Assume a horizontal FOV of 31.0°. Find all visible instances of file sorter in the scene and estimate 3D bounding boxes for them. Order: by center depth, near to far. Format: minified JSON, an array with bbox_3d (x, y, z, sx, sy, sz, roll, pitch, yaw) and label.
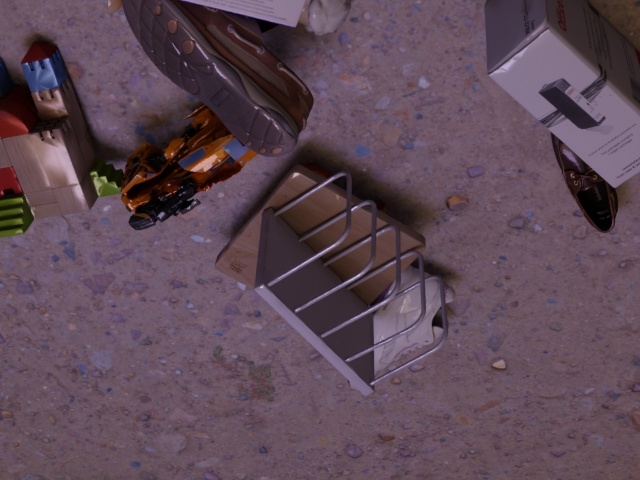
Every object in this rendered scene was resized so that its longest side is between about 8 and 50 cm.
[{"bbox_3d":[0.055,0.063,1.793,0.173,0.193,0.278,-30,121,23],"label":"file sorter"}]

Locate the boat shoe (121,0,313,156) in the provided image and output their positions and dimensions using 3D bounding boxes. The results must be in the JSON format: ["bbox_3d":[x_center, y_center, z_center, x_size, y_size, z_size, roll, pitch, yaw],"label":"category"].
[{"bbox_3d":[-0.139,-0.260,1.597,0.324,0.116,0.123,46,148,-17],"label":"boat shoe"}]

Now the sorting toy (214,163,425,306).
[{"bbox_3d":[0.000,0.000,1.927,0.257,0.089,0.255,29,127,-18],"label":"sorting toy"}]

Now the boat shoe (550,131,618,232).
[{"bbox_3d":[0.420,-0.102,1.807,0.073,0.073,0.207,-20,124,23],"label":"boat shoe"}]

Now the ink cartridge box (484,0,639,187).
[{"bbox_3d":[0.359,-0.236,1.614,0.273,0.197,0.114,38,125,-24],"label":"ink cartridge box"}]

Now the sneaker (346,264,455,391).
[{"bbox_3d":[0.136,0.174,2.044,0.152,0.114,0.305,18,130,-8],"label":"sneaker"}]

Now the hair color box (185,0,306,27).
[{"bbox_3d":[-0.068,-0.455,1.434,0.185,0.110,0.339,7,119,-34],"label":"hair color box"}]

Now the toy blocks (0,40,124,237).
[{"bbox_3d":[-0.521,-0.160,1.810,0.381,0.191,0.261,-9,117,12],"label":"toy blocks"}]

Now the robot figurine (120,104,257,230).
[{"bbox_3d":[-0.194,-0.135,1.766,0.291,0.211,0.085,-31,119,16],"label":"robot figurine"}]

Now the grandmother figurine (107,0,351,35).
[{"bbox_3d":[-0.125,-0.359,1.633,0.342,0.104,0.208,8,153,-5],"label":"grandmother figurine"}]
